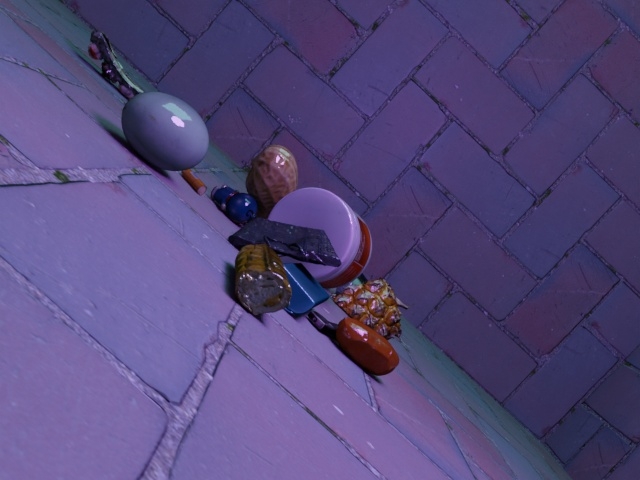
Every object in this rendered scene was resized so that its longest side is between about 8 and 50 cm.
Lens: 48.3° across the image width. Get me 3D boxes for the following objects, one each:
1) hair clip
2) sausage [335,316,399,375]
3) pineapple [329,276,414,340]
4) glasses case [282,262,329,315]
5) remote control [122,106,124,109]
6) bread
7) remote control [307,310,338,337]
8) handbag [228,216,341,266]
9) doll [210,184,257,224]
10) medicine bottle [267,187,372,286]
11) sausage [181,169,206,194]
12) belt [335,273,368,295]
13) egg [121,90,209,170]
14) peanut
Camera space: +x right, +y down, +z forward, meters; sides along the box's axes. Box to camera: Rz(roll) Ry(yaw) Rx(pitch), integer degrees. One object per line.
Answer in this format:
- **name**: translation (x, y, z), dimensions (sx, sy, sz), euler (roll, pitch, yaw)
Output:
- **hair clip**: translation (-0.693, -0.567, 2.447), dimensions (0.321, 0.091, 0.138), euler (54, -9, -21)
- **sausage**: translation (0.107, 0.245, 1.621), dimensions (0.179, 0.089, 0.089), euler (38, 5, -14)
- **pineapple**: translation (0.204, 0.227, 2.282), dimensions (0.334, 0.158, 0.161), euler (40, 5, -43)
- **glasses case**: translation (-0.052, 0.113, 1.632), dimensions (0.117, 0.070, 0.301), euler (48, 3, 6)
- **remote control**: translation (-0.517, -0.333, 2.094), dimensions (0.184, 0.027, 0.050), euler (39, 1, 26)
- **bread**: translation (-0.113, 0.065, 1.338), dimensions (0.269, 0.098, 0.087), euler (-124, -152, -77)
- **remote control**: translation (0.034, 0.210, 1.678), dimensions (0.059, 0.028, 0.212), euler (46, 5, 31)
- **handbag**: translation (-0.082, 0.013, 1.725), dimensions (0.270, 0.089, 0.175), euler (12, 10, -2)
- **doll**: translation (-0.235, -0.101, 1.986), dimensions (0.152, 0.086, 0.114), euler (33, 34, 25)
- **medicine bottle**: translation (0.000, 0.000, 1.982), dimensions (0.252, 0.252, 0.241), euler (44, 4, 18)
- **sausage**: translation (-0.346, -0.165, 1.929), dimensions (0.107, 0.031, 0.031), euler (45, 4, 33)
- **belt**: translation (0.106, 0.159, 2.395), dimensions (0.058, 0.105, 0.140), euler (48, 30, 16)
- **egg**: translation (-0.367, -0.258, 1.689), dimensions (0.231, 0.168, 0.168), euler (34, 9, -45)
- **peanut**: translation (-0.144, -0.131, 2.053), dimensions (0.153, 0.325, 0.140), euler (6, 45, -12)
